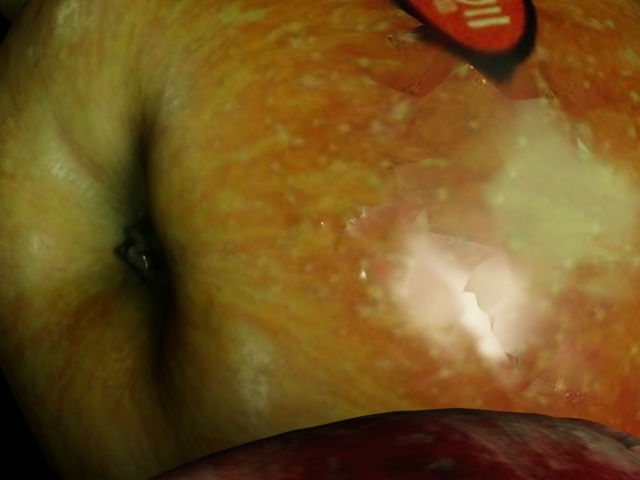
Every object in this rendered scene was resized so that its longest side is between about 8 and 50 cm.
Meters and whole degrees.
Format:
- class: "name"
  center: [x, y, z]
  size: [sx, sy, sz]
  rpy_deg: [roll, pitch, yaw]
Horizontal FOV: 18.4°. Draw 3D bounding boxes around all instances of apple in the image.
- class: "apple"
  center: [0.000, 0.000, 0.719]
  size: [0.250, 0.277, 0.309]
  rpy_deg: [21, 18, -31]

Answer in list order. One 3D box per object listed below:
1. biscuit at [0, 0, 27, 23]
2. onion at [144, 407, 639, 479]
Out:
- class: "biscuit"
  center: [-0.126, -0.176, 0.890]
  size: [0.166, 0.036, 0.225]
  rpy_deg: [5, 62, -54]
- class: "onion"
  center: [-0.004, 0.183, 0.527]
  size: [0.347, 0.347, 0.285]
  rpy_deg: [39, 6, -31]
